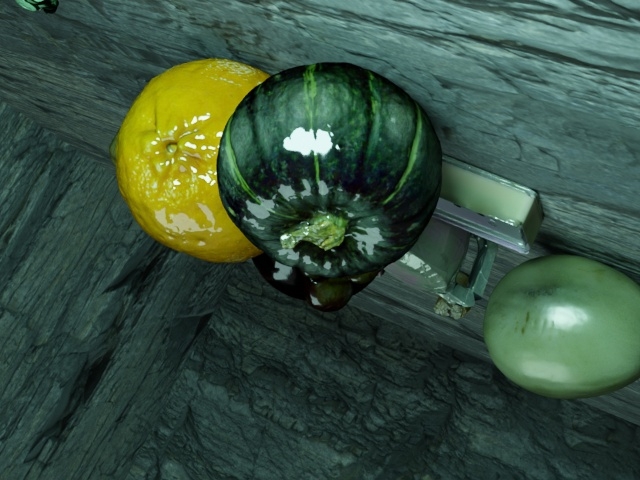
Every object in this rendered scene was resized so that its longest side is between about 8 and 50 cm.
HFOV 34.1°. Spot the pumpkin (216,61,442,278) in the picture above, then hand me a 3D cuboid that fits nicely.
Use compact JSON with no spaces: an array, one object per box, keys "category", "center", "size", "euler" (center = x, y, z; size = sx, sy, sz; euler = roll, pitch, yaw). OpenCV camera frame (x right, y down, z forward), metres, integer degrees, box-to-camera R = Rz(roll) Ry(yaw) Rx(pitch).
[{"category":"pumpkin","center":[0.015,-0.096,1.470],"size":[0.323,0.241,0.323],"euler":[-2,137,-2]}]

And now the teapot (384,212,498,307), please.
[{"category":"teapot","center":[0.215,-0.002,1.851],"size":[0.221,0.178,0.163],"euler":[29,166,11]}]

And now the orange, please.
[{"category":"orange","center":[-0.173,-0.130,1.703],"size":[0.340,0.341,0.293],"euler":[25,-170,18]}]

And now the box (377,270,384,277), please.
[{"category":"box","center":[0.134,0.005,2.318],"size":[0.069,0.120,0.224],"euler":[30,174,9]}]

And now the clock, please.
[{"category":"clock","center":[0.257,-0.059,1.693],"size":[0.192,0.071,0.147],"euler":[24,171,23]}]

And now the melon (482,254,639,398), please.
[{"category":"melon","center":[0.429,0.149,1.812],"size":[0.308,0.272,0.272],"euler":[-11,156,19]}]

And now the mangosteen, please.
[{"category":"mangosteen","center":[0.004,0.002,2.043],"size":[0.297,0.313,0.297],"euler":[-10,151,-6]}]

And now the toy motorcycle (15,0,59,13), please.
[{"category":"toy motorcycle","center":[-0.599,-0.475,1.740],"size":[0.331,0.125,0.196],"euler":[24,170,-3]}]

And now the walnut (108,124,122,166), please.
[{"category":"walnut","center":[-0.316,-0.185,2.205],"size":[0.283,0.227,0.283],"euler":[-8,164,-2]}]

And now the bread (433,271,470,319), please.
[{"category":"bread","center":[0.332,0.136,2.528],"size":[0.082,0.106,0.125],"euler":[33,168,6]}]
